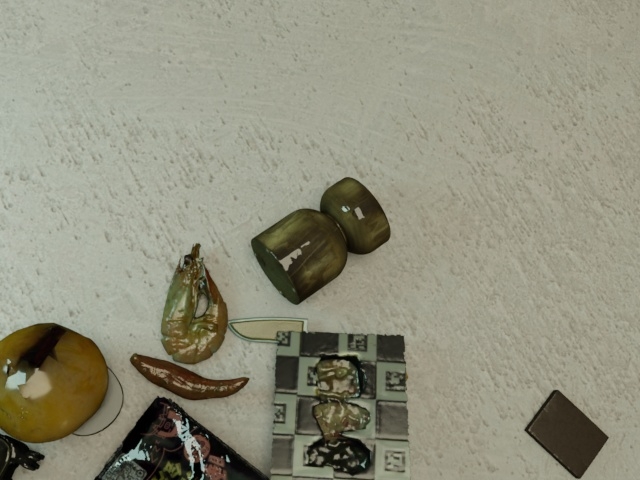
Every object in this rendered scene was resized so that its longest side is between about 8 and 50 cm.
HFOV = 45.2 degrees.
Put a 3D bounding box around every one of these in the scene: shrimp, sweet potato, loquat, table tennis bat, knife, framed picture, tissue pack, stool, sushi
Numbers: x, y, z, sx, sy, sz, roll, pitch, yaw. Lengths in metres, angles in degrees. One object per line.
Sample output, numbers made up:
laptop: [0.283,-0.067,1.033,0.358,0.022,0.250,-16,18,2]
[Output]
shrimp: [-0.273,0.136,1.686,0.145,0.061,0.267,3,77,-13]
sweet potato: [-0.284,0.299,1.643,0.255,0.058,0.078,14,100,-2]
loquat: [-0.535,0.276,1.490,0.235,0.235,0.235,3,77,-12]
table tennis bat: [-0.537,0.289,1.614,0.274,0.021,0.154,45,72,-2]
knife: [-0.043,0.206,1.736,0.343,0.027,0.061,4,87,-8]
framed picture: [0.582,0.457,1.818,0.168,0.023,0.128,43,73,0]
tissue pack: [-0.268,0.499,1.531,0.332,0.123,0.245,32,74,22]
stool: [0.000,0.000,1.717,0.264,0.179,0.179,-34,86,-17]
sushi: [0.039,0.394,1.685,0.296,0.100,0.373,2,66,-4]

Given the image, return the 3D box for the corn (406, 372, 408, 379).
corn: [0.160,0.326,1.749,0.092,0.037,0.037,-33,86,-16]

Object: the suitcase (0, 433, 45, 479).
suitcase: [-0.781,0.438,1.437,0.434,0.194,0.283,24,73,-4]
